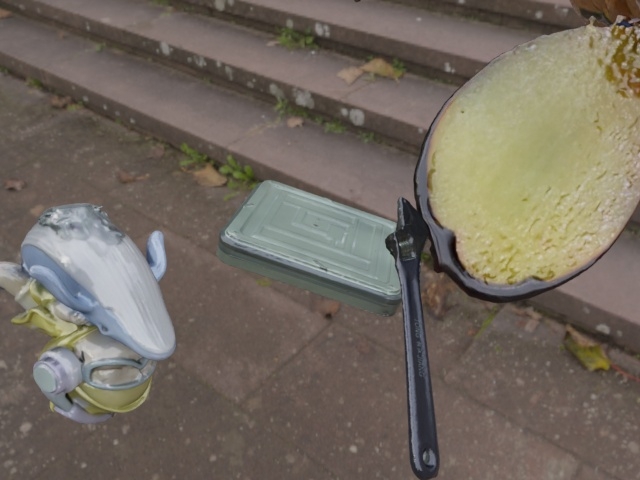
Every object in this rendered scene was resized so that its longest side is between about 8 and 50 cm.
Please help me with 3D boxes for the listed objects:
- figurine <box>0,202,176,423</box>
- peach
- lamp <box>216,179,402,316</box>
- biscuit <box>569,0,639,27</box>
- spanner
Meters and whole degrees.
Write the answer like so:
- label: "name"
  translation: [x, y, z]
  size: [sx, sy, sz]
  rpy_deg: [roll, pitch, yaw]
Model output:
- label: "figurine"
  translation: [-0.204, 0.056, 0.528]
  size: [0.209, 0.183, 0.128]
  rpy_deg: [16, 21, 30]
- label: "peach"
  translation: [0.194, -0.077, 0.564]
  size: [0.189, 0.279, 0.068]
  rpy_deg: [39, 1, -2]
- label: "lamp"
  translation: [0.000, 0.000, 0.963]
  size: [0.269, 0.047, 0.266]
  rpy_deg: [19, 24, 0]
- label: "biscuit"
  translation: [0.330, -0.203, 0.593]
  size: [0.047, 0.202, 0.334]
  rpy_deg: [-38, 8, 10]
- label: "spanner"
  translation: [0.068, 0.061, 0.448]
  size: [0.046, 0.012, 0.208]
  rpy_deg: [22, 56, -39]
